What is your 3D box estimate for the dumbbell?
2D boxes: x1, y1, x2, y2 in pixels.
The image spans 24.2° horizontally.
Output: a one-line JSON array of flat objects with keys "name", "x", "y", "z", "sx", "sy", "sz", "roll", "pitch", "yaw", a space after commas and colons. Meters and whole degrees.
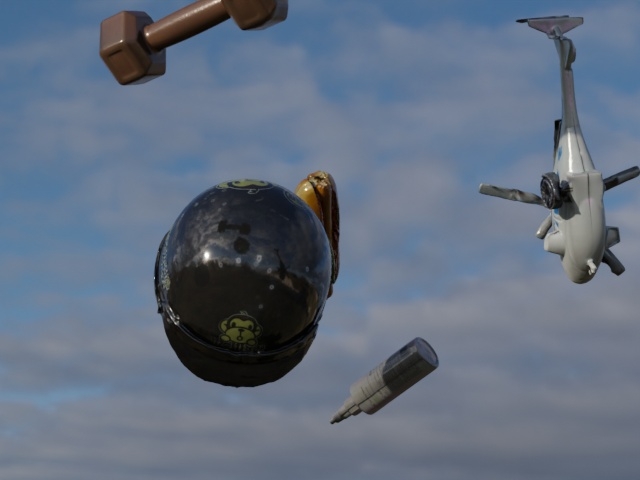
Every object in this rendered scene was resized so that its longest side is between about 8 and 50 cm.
[{"name": "dumbbell", "x": -0.145, "y": -0.252, "z": 1.700, "sx": 0.230, "sy": 0.082, "sz": 0.092, "roll": -21, "pitch": -62, "yaw": 26}]

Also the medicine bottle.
[{"name": "medicine bottle", "x": 0.088, "y": 0.221, "z": 2.244, "sx": 0.199, "sy": 0.058, "sz": 0.057, "roll": -39, "pitch": -34, "yaw": 22}]

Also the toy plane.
[{"name": "toy plane", "x": 0.273, "y": -0.093, "z": 1.563, "sx": 0.182, "sy": 0.273, "sz": 0.107, "roll": 11, "pitch": 9, "yaw": -14}]

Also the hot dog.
[{"name": "hot dog", "x": 0.000, "y": 0.000, "z": 2.303, "sx": 0.062, "sy": 0.092, "sz": 0.236, "roll": 14, "pitch": -48, "yaw": 23}]

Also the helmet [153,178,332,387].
[{"name": "helmet", "x": -0.092, "y": 0.033, "z": 1.905, "sx": 0.230, "sy": 0.279, "sz": 0.160, "roll": 10, "pitch": -35, "yaw": -8}]
